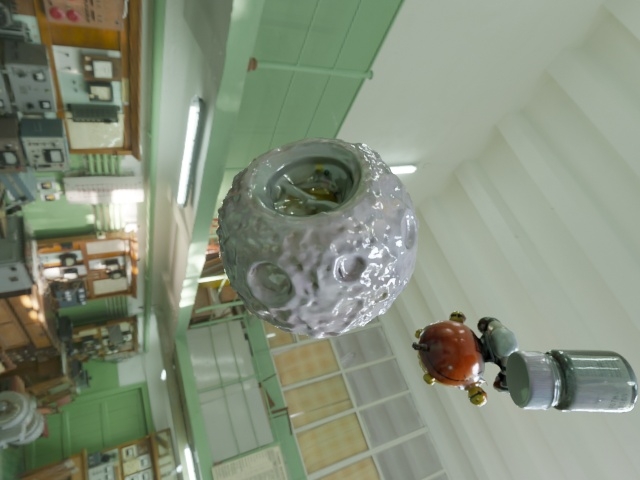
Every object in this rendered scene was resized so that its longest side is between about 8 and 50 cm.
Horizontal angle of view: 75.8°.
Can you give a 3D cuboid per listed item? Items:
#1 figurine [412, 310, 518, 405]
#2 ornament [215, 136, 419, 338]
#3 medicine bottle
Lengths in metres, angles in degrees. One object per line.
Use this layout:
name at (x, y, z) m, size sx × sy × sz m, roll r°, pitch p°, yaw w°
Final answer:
figurine at (0.455, 0.360, 1.324) m, size 0.196 × 0.324 × 0.319 m, roll 78°, pitch 6°, yaw -50°
ornament at (0.000, 0.000, 0.542) m, size 0.225 × 0.260 × 0.259 m, roll 81°, pitch -18°, yaw -48°
medicine bottle at (0.666, 0.376, 1.107) m, size 0.165 × 0.274 × 0.164 m, roll 1°, pitch 90°, yaw -88°
